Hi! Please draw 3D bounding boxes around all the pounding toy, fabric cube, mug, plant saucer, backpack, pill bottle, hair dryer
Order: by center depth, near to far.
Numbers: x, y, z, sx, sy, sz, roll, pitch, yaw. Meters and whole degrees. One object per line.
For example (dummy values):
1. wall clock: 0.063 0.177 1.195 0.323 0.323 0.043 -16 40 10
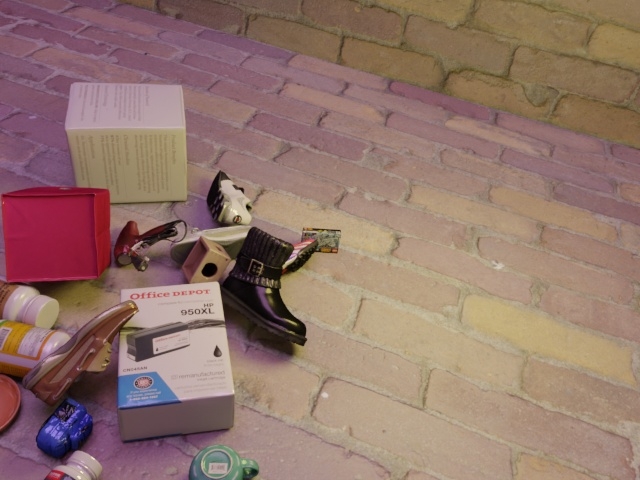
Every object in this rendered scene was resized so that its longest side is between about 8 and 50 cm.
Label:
1. pill bottle: -0.580 0.571 1.323 0.107 0.108 0.180 20 42 11
2. mug: -0.240 0.551 1.420 0.129 0.097 0.157 34 47 25
3. backpack: -0.624 0.464 1.442 0.101 0.098 0.120 25 42 11
4. plant saucer: -0.860 0.424 1.485 0.199 0.037 0.200 5 41 -5
5. pill bottle: -0.751 0.301 1.570 0.245 0.136 0.136 12 41 2
6. pill bottle: -0.877 0.181 1.684 0.229 0.131 0.131 18 42 9
7. fabric cube: -0.779 -0.027 1.772 0.254 0.259 0.258 0 7 -11
8. pounding toy: -0.369 0.119 1.853 0.094 0.206 0.181 29 6 -31
9. hair dryer: -0.574 0.002 1.949 0.293 0.080 0.223 23 54 41

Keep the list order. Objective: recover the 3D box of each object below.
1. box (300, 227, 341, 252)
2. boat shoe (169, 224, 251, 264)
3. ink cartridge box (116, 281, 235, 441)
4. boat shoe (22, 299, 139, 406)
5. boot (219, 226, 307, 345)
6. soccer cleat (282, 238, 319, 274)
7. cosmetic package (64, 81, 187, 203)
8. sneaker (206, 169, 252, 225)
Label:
1. box: 0.000 0.000 2.095 0.136 0.094 0.027 4 41 -8
2. boat shoe: -0.360 0.008 2.004 0.320 0.118 0.103 -11 39 -28
3. ink cartridge box: -0.397 0.313 1.606 0.285 0.166 0.395 -3 42 -15
4. boat shoe: -0.580 0.281 1.484 0.324 0.123 0.116 -41 94 -11
5. boot: -0.135 0.133 1.782 0.347 0.131 0.260 31 85 17
6. soccer cleat: -0.138 0.060 1.982 0.318 0.109 0.116 -34 70 -34
7. cosmetic package: -0.702 -0.359 2.180 0.393 0.330 0.328 -3 42 -15
8. sneaker: -0.332 -0.145 2.190 0.146 0.122 0.331 19 26 -27
